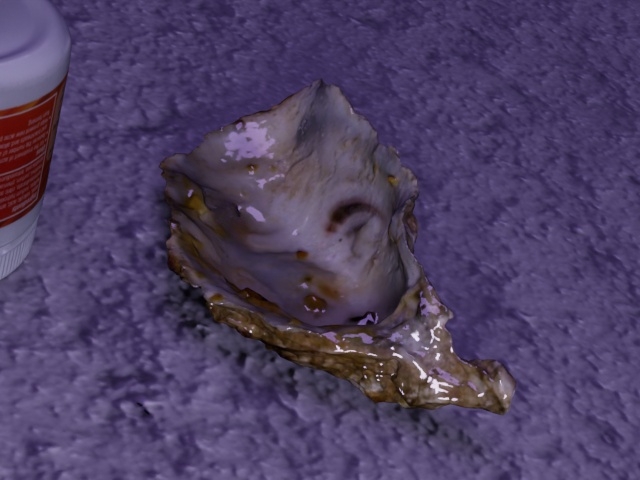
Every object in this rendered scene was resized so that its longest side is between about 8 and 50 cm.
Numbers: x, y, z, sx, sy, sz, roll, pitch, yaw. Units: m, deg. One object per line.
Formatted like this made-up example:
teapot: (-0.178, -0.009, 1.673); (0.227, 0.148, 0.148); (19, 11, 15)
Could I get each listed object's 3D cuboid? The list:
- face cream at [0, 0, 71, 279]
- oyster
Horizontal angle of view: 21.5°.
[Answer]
face cream: (-0.293, -0.090, 1.223); (0.201, 0.187, 0.201); (12, 33, -8)
oyster: (-0.019, 0.014, 1.295); (0.204, 0.111, 0.396); (-15, 42, -14)
